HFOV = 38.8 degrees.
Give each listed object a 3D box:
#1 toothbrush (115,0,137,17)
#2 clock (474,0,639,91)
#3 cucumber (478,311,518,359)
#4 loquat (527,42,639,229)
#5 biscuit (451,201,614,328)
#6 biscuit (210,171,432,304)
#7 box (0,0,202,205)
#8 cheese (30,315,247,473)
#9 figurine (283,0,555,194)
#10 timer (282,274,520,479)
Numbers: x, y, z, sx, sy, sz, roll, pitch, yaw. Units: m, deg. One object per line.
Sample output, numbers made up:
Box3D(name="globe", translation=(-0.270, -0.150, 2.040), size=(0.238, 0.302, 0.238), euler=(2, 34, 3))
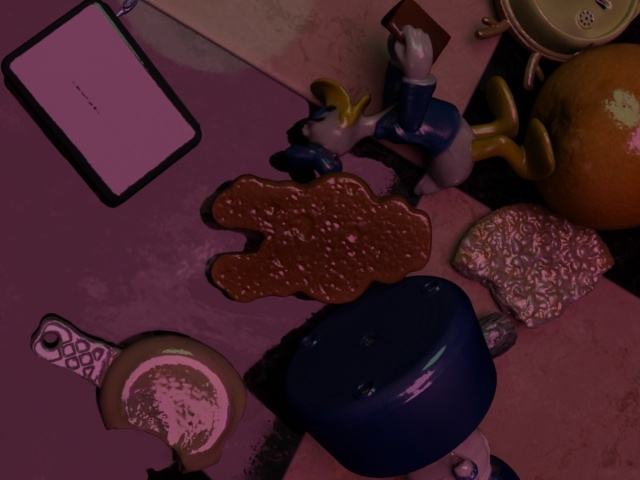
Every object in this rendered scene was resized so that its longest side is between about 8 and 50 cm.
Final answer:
Box3D(name="toothbrush", translation=(-0.304, -0.256, 1.182), size=(0.013, 0.019, 0.193), euler=(45, 79, -12))
Box3D(name="clock", translation=(0.366, -0.373, 1.350), size=(0.235, 0.096, 0.308), euler=(42, 79, -13))
Box3D(name="cucumber", translation=(0.228, 0.154, 1.314), size=(0.112, 0.064, 0.064), euler=(-32, 98, -15))
Box3D(name="loquat", translation=(0.412, -0.145, 1.276), size=(0.263, 0.263, 0.263), euler=(0, 89, -17))
Box3D(name="biscuit", translation=(0.318, 0.038, 1.356), size=(0.266, 0.040, 0.188), euler=(7, 87, -16))
Box3D(name="biscuit", translation=(0.000, -0.001, 1.214), size=(0.295, 0.044, 0.185), euler=(4, 106, 0))
Box3D(name="box", translation=(-0.275, -0.177, 1.162), size=(0.160, 0.050, 0.230), euler=(-40, 105, -12))
Box3D(name="cheese", translation=(-0.235, 0.184, 1.165), size=(0.286, 0.082, 0.163), euler=(26, 81, -12))
Box3D(name="figurine", translation=(0.109, -0.171, 1.224), size=(0.338, 0.204, 0.283), euler=(-19, 120, -4))
Box3D(name="timer", translation=(0.154, 0.267, 1.216), size=(0.270, 0.270, 0.383), euler=(-39, 114, -14))
